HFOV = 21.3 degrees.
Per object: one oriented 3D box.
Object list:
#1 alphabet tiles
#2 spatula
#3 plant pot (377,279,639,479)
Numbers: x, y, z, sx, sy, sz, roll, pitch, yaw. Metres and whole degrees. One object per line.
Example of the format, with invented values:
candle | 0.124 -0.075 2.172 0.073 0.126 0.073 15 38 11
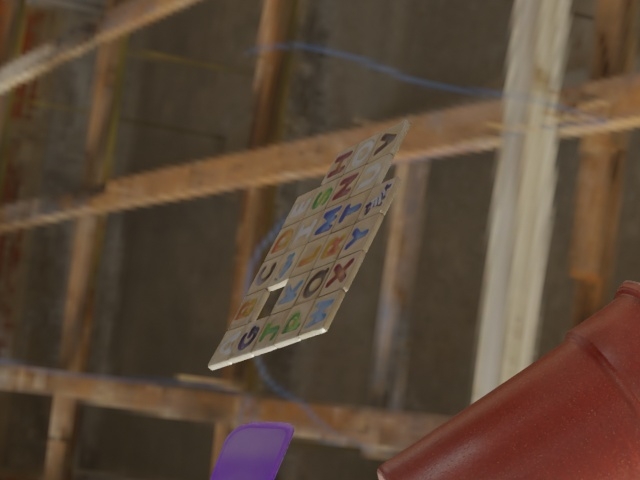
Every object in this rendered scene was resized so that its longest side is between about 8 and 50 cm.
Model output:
alphabet tiles | 0.000 0.000 1.488 0.198 0.009 0.237 -24 -146 56
spatula | -0.117 0.294 1.836 0.084 0.296 0.030 0 -60 26
plant pot | 0.207 0.214 1.405 0.272 0.265 0.272 61 -5 9
